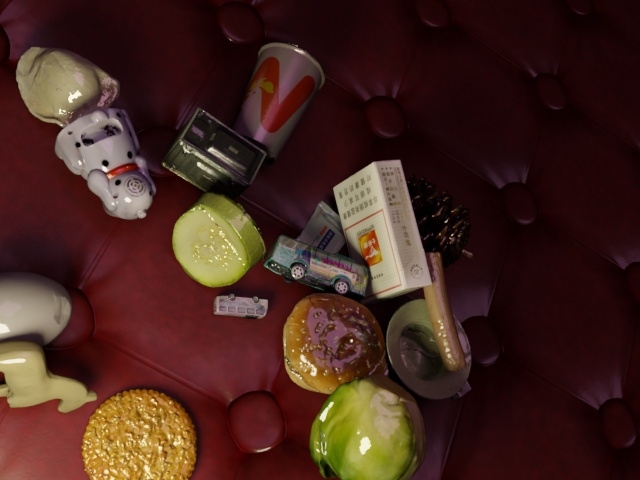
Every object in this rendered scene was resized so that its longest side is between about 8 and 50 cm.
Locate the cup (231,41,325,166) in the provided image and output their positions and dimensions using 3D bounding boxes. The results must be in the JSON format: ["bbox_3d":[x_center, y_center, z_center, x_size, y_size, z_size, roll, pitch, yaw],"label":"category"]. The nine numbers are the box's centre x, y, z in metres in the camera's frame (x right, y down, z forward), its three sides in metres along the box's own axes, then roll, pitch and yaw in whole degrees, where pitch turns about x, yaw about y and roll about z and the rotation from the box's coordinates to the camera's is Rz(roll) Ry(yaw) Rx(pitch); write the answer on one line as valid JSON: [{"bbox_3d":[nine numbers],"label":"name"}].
[{"bbox_3d":[-0.127,-0.349,2.120,0.203,0.203,0.288,29,66,-13],"label":"cup"}]

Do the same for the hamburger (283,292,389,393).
[{"bbox_3d":[0.036,0.259,1.960,0.286,0.146,0.243,43,63,-6],"label":"hamburger"}]

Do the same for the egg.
[{"bbox_3d":[-0.623,0.150,1.648,0.232,0.176,0.176,-5,71,-35],"label":"egg"}]

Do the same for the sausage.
[{"bbox_3d":[0.301,0.177,2.010,0.066,0.066,0.301,-3,73,-28],"label":"sausage"}]

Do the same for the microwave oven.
[{"bbox_3d":[-0.266,-0.198,1.990,0.205,0.163,0.129,32,60,-15],"label":"microwave oven"}]

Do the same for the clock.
[{"bbox_3d":[-0.470,-0.154,1.858,0.189,0.189,0.254,-27,81,-33],"label":"clock"}]

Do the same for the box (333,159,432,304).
[{"bbox_3d":[0.153,-0.016,2.072,0.095,0.210,0.330,-6,78,-31],"label":"box"}]

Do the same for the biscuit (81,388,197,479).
[{"bbox_3d":[-0.381,0.440,1.728,0.254,0.035,0.254,11,64,-22],"label":"biscuit"}]

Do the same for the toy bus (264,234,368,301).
[{"bbox_3d":[-0.007,0.075,2.028,0.262,0.091,0.109,21,69,-13],"label":"toy bus"}]

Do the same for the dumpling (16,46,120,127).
[{"bbox_3d":[-0.614,-0.359,1.912,0.252,0.131,0.179,26,81,-2],"label":"dumpling"}]

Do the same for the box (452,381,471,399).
[{"bbox_3d":[0.344,0.356,2.130,0.051,0.036,0.117,-25,83,-33],"label":"box"}]

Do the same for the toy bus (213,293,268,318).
[{"bbox_3d":[-0.191,0.160,1.945,0.131,0.037,0.052,8,67,-23],"label":"toy bus"}]

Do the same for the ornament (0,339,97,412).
[{"bbox_3d":[-0.582,0.282,1.613,0.245,0.230,0.061,-5,46,-9],"label":"ornament"}]

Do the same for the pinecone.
[{"bbox_3d":[0.274,-0.042,2.169,0.244,0.244,0.309,-32,70,-33],"label":"pinecone"}]

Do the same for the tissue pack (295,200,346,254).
[{"bbox_3d":[0.000,0.000,2.116,0.122,0.026,0.193,39,59,-8],"label":"tissue pack"}]

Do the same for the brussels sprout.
[{"bbox_3d":[0.111,0.444,1.829,0.227,0.294,0.259,1,28,-47],"label":"brussels sprout"}]

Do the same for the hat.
[{"bbox_3d":[0.244,0.286,2.053,0.257,0.130,0.257,10,67,-26],"label":"hat"}]

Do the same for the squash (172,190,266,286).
[{"bbox_3d":[-0.237,-0.005,1.887,0.220,0.220,0.133,49,53,0],"label":"squash"}]
